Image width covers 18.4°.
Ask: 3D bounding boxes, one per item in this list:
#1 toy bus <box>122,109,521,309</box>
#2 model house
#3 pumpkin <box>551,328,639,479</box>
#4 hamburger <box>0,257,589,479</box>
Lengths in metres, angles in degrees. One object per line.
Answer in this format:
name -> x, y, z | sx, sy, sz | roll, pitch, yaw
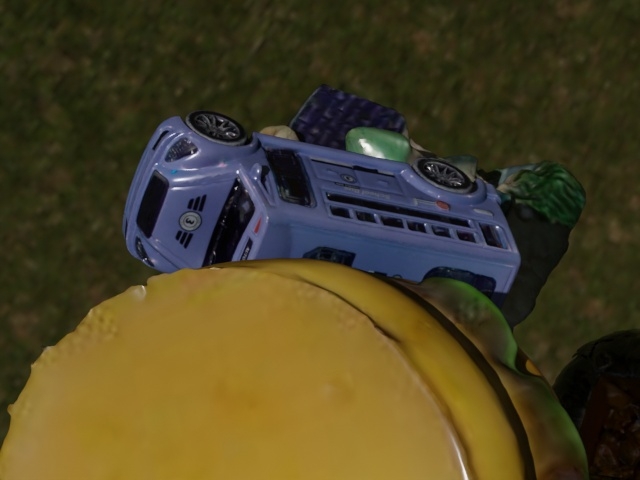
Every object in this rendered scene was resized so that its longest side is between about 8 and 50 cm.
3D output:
toy bus -> 0.000, 0.000, 1.530 | 0.292, 0.133, 0.125 | 11, 119, -21
model house -> 0.070, -0.035, 2.046 | 0.284, 0.243, 0.298 | 38, 156, -21
pumpkin -> 0.365, 0.243, 2.122 | 0.320, 0.320, 0.192 | 6, 155, 28
hamburger -> -0.009, 0.189, 1.335 | 0.396, 0.395, 0.277 | 11, 179, 23
